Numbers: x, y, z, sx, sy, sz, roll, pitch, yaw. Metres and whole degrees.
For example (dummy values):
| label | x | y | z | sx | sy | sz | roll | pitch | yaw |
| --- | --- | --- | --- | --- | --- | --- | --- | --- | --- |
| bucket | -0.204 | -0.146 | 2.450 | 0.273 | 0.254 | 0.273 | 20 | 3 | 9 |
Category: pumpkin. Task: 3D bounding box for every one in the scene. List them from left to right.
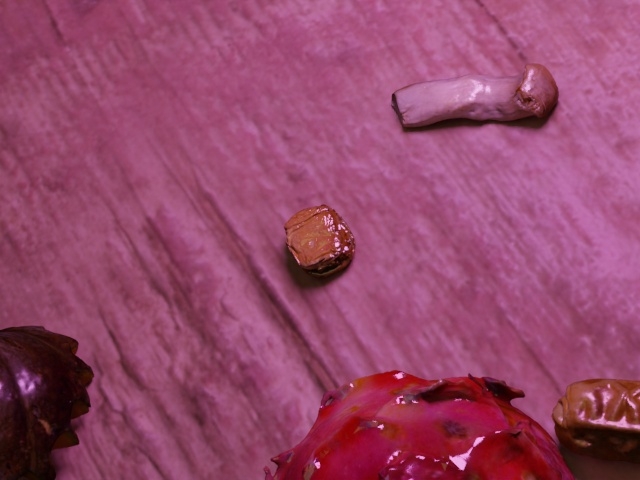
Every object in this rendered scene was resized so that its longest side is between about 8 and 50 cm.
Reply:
| label | x | y | z | sx | sy | sz | roll | pitch | yaw |
| --- | --- | --- | --- | --- | --- | --- | --- | --- | --- |
| pumpkin | -0.348 | 0.172 | 1.670 | 0.131 | 0.149 | 0.254 | -6 | 53 | 11 |

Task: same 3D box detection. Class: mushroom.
| label | x | y | z | sx | sy | sz | roll | pitch | yaw |
| --- | --- | --- | --- | --- | --- | --- | --- | --- | --- |
| mushroom | 0.176 | -0.168 | 1.706 | 0.202 | 0.054 | 0.059 | -3 | 72 | 21 |

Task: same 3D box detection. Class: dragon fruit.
| label | x | y | z | sx | sy | sz | roll | pitch | yaw |
| --- | --- | --- | --- | --- | --- | --- | --- | --- | --- |
| dragon fruit | 0.100 | 0.305 | 1.467 | 0.371 | 0.249 | 0.386 | 17 | 79 | 17 |

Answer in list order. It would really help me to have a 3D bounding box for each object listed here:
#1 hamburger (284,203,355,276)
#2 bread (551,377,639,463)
| label | x | y | z | sx | sy | sz | roll | pitch | yaw |
| --- | --- | --- | --- | --- | --- | --- | --- | --- | --- |
| hamburger | 0.000 | 0.000 | 1.703 | 0.076 | 0.044 | 0.083 | -25 | 64 | 10 |
| bread | 0.420 | 0.198 | 1.485 | 0.368 | 0.084 | 0.077 | 5 | 33 | 20 |
